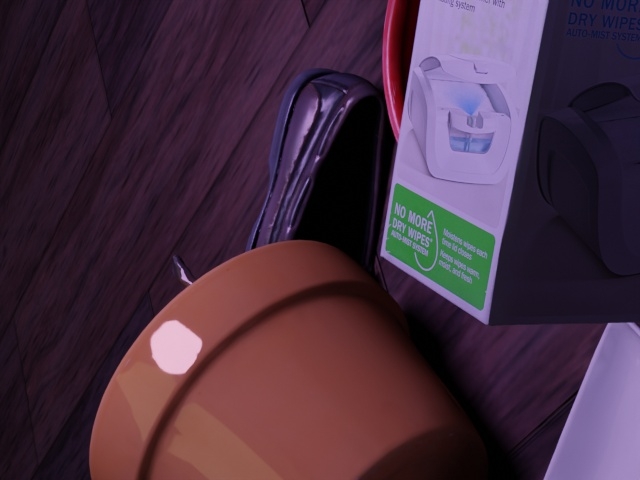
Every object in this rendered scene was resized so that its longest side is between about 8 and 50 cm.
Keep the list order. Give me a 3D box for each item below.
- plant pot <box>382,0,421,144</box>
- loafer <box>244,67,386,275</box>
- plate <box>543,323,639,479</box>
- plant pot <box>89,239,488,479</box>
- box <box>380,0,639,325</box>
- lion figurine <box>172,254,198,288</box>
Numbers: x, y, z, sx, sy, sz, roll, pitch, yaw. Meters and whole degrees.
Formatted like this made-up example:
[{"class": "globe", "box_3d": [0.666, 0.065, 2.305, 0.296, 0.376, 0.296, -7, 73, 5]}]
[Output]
[{"class": "plant pot", "box_3d": [0.155, -0.121, 1.056, 0.191, 0.174, 0.191, -2, 87, 62]}, {"class": "loafer", "box_3d": [0.000, 0.000, 1.439, 0.095, 0.109, 0.302, 15, 100, 58]}, {"class": "plate", "box_3d": [0.229, 0.233, 1.047, 0.277, 0.045, 0.278, 53, 135, 49]}, {"class": "plant pot", "box_3d": [-0.005, 0.173, 1.287, 0.203, 0.291, 0.290, 38, 125, 36]}, {"class": "box", "box_3d": [0.186, -0.082, 0.901, 0.127, 0.262, 0.231, 34, 119, 58]}, {"class": "lion figurine", "box_3d": [-0.104, 0.204, 1.601, 0.240, 0.142, 0.392, -6, 80, 55]}]
